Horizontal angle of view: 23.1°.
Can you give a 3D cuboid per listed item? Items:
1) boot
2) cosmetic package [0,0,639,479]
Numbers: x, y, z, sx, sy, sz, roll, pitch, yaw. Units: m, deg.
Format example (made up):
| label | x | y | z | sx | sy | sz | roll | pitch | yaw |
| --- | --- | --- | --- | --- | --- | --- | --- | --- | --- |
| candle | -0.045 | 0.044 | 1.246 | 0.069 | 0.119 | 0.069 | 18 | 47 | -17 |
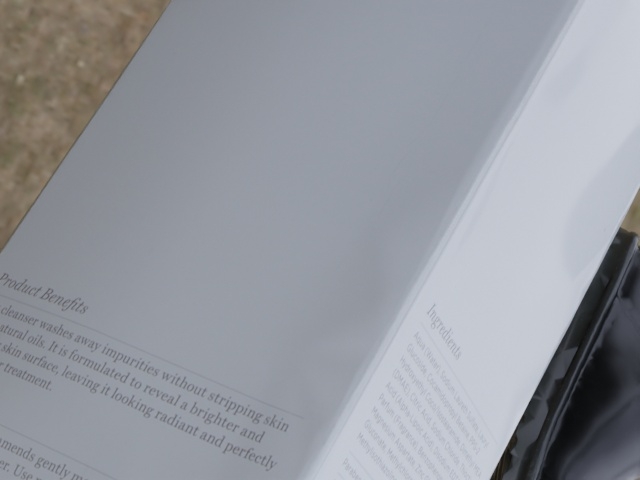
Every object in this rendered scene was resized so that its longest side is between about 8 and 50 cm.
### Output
| label | x | y | z | sx | sy | sz | roll | pitch | yaw |
| --- | --- | --- | --- | --- | --- | --- | --- | --- | --- |
| boot | 0.274 | 0.169 | 1.204 | 0.131 | 0.260 | 0.348 | 99 | 17 | -74 |
| cosmetic package | 0.000 | 0.000 | 0.740 | 0.385 | 0.217 | 0.156 | -57 | 144 | -20 |
